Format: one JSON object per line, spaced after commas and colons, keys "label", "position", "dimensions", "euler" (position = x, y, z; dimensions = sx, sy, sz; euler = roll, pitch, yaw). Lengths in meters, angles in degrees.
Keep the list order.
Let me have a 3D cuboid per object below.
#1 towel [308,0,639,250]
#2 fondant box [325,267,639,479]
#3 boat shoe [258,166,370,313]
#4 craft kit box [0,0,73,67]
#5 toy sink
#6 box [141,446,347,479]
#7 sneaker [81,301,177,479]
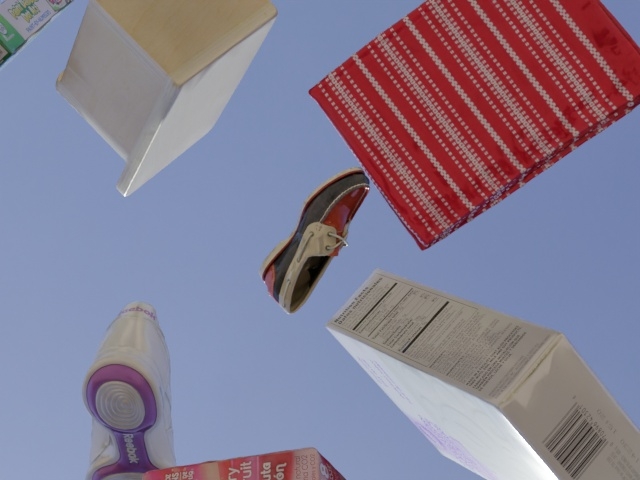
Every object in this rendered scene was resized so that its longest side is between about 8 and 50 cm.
{"label": "towel", "position": [0.152, -0.144, 1.129], "dimensions": [0.275, 0.031, 0.199], "euler": [-35, -91, 10]}
{"label": "fondant box", "position": [0.176, 0.165, 1.217], "dimensions": [0.096, 0.238, 0.330], "euler": [-47, -154, -12]}
{"label": "boat shoe", "position": [0.000, 0.000, 0.943], "dimensions": [0.137, 0.049, 0.043], "euler": [-52, -126, 30]}
{"label": "craft kit box", "position": [-0.415, -0.190, 1.390], "dimensions": [0.250, 0.061, 0.247], "euler": [-38, -166, 19]}
{"label": "toy sink", "position": [-0.171, -0.180, 1.237], "dimensions": [0.131, 0.234, 0.153], "euler": [45, -123, 3]}
{"label": "box", "position": [-0.035, 0.270, 0.725], "dimensions": [0.122, 0.128, 0.257], "euler": [-10, -120, 13]}
{"label": "sneaker", "position": [-0.212, 0.204, 1.417], "dimensions": [0.114, 0.305, 0.152], "euler": [8, -138, -2]}
